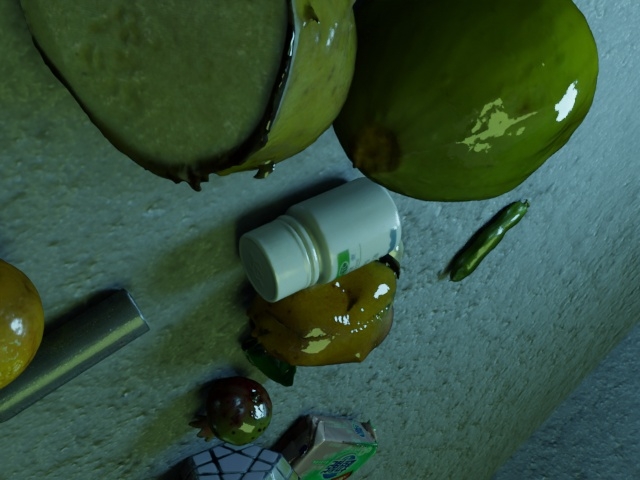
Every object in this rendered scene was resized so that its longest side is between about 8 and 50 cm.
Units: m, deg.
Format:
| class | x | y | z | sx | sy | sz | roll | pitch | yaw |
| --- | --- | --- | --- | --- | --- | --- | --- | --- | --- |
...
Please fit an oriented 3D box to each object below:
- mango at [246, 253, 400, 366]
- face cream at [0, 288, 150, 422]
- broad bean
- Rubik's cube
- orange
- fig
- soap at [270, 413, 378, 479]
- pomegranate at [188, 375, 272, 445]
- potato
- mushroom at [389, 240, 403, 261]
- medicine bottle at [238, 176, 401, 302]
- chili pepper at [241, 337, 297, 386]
| class | x | y | z | sx | sy | sz | roll | pitch | yaw |
| --- | --- | --- | --- | --- | --- | --- | --- | --- | --- |
| mango | 0.011 | 0.120 | 1.250 | 0.287 | 0.201 | 0.152 | -8 | 159 | -26 |
| face cream | -0.376 | 0.170 | 1.005 | 0.283 | 0.073 | 0.073 | -33 | 145 | -15 |
| broad bean | 0.374 | 0.000 | 1.610 | 0.254 | 0.046 | 0.065 | -47 | 159 | 4 |
| Rubik's cube | -0.172 | 0.571 | 1.481 | 0.319 | 0.319 | 0.264 | -36 | 172 | -10 |
| orange | -0.400 | 0.095 | 0.806 | 0.177 | 0.177 | 0.155 | 2 | 109 | -47 |
| fig | 0.168 | -0.197 | 0.922 | 0.343 | 0.343 | 0.343 | -27 | 143 | -23 |
| soap | 0.001 | 0.509 | 1.743 | 0.218 | 0.098 | 0.273 | -44 | 145 | 13 |
| pomegranate | -0.166 | 0.318 | 1.357 | 0.129 | 0.159 | 0.129 | 10 | 76 | -46 |
| potato | -0.100 | -0.263 | 0.733 | 0.296 | 0.290 | 0.397 | -40 | 118 | -60 |
| mushroom | 0.112 | 0.014 | 1.338 | 0.083 | 0.067 | 0.083 | 3 | 120 | 5 |
| medicine bottle | 0.000 | 0.000 | 1.144 | 0.237 | 0.139 | 0.139 | -26 | 143 | -26 |
| chili pepper | -0.079 | 0.216 | 1.371 | 0.108 | 0.062 | 0.216 | -35 | 147 | -12 |
